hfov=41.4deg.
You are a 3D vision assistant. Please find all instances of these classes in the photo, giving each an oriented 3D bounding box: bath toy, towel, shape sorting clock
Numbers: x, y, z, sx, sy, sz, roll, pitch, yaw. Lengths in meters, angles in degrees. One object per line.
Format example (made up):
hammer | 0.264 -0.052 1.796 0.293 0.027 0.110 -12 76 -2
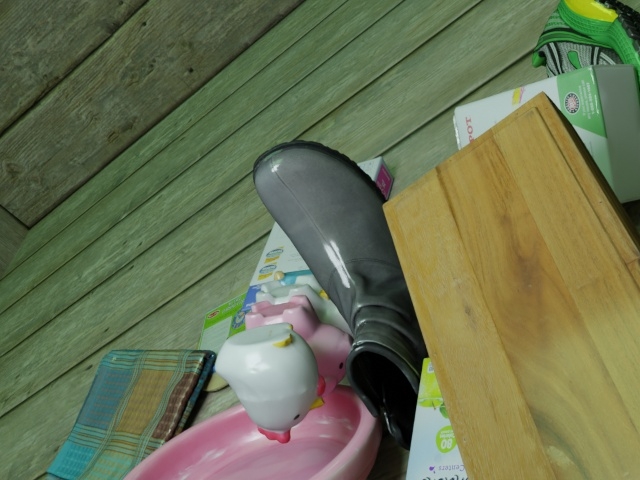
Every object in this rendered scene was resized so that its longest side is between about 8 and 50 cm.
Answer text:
bath toy | -0.020 0.128 1.025 0.151 0.129 0.348 -8 11 12
towel | -0.337 0.308 1.463 0.370 0.040 0.271 -11 50 51
shape sorting clock | -0.147 0.159 1.420 0.206 0.040 0.206 -36 37 33

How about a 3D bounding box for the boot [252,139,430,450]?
boot | 0.047 0.057 0.925 0.118 0.338 0.222 -34 23 22

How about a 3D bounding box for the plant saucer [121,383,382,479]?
plant saucer | -0.079 0.276 0.963 0.332 0.084 0.332 -21 11 4

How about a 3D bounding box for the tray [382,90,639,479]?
tray | 0.191 0.066 0.730 0.203 0.076 0.411 -36 42 22

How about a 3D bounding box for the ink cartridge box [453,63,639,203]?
ink cartridge box | 0.273 -0.110 1.014 0.093 0.154 0.212 -11 1 -38

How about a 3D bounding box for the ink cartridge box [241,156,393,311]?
ink cartridge box | 0.000 0.000 1.373 0.186 0.065 0.311 -13 36 30

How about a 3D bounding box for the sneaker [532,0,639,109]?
sneaker | 0.383 -0.213 1.092 0.343 0.134 0.146 -103 35 -57

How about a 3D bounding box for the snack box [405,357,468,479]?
snack box | 0.165 0.203 0.779 0.174 0.070 0.207 -19 50 45
